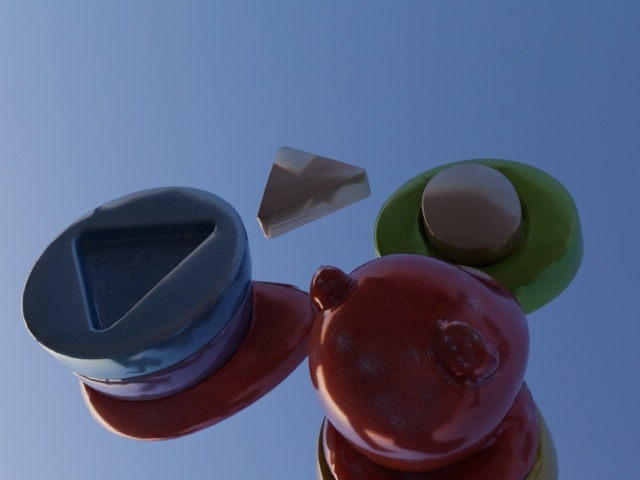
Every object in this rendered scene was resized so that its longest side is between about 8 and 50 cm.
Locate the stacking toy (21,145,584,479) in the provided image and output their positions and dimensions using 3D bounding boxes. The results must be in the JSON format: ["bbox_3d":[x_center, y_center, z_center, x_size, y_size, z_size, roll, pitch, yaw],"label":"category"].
[{"bbox_3d":[0.000,0.000,0.446,0.309,0.130,0.279,11,-132,29],"label":"stacking toy"}]
